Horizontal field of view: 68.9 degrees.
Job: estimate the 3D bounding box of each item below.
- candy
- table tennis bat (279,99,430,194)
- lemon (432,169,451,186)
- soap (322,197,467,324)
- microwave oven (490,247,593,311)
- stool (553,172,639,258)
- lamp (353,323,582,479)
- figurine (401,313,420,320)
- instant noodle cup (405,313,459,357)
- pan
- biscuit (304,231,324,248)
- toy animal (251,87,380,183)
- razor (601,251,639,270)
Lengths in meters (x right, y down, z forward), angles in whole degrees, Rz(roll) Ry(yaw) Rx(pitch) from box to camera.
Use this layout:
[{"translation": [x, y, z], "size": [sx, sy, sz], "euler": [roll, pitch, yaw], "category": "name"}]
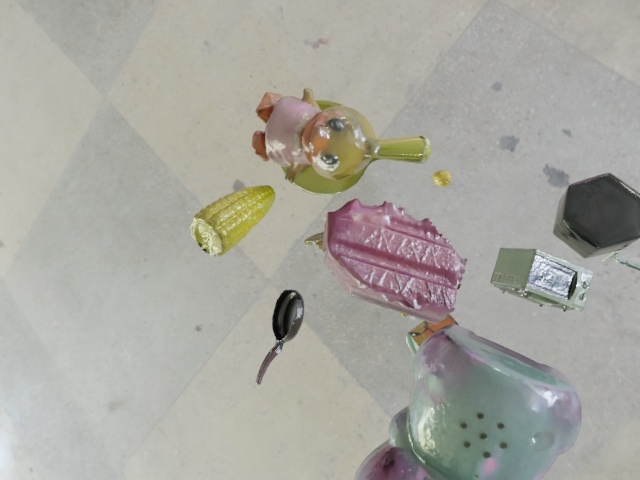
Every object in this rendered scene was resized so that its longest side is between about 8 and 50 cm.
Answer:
[{"translation": [-0.169, -0.057, 0.968], "size": [0.094, 0.199, 0.106], "euler": [43, 143, 5], "category": "candy"}, {"translation": [0.067, -0.213, 1.080], "size": [0.368, 0.054, 0.224], "euler": [2, 116, 16], "category": "table tennis bat"}, {"translation": [0.458, -0.233, 1.756], "size": [0.092, 0.065, 0.065], "euler": [34, 107, 57], "category": "lemon"}, {"translation": [0.151, 0.040, 1.038], "size": [0.324, 0.127, 0.221], "euler": [19, 67, -6], "category": "soap"}, {"translation": [0.601, 0.109, 1.280], "size": [0.204, 0.163, 0.129], "euler": [20, 83, -16], "category": "microwave oven"}, {"translation": [0.804, -0.067, 1.355], "size": [0.231, 0.141, 0.233], "euler": [-3, 71, 10], "category": "stool"}, {"translation": [0.145, 0.264, 0.497], "size": [0.247, 0.247, 0.301], "euler": [23, 95, 19], "category": "lamp"}, {"translation": [0.324, 0.220, 1.559], "size": [0.101, 0.143, 0.068], "euler": [-25, 54, -19], "category": "figurine"}, {"translation": [0.473, 0.420, 1.923], "size": [0.182, 0.230, 0.230], "euler": [-27, 75, -10], "category": "instant noodle cup"}, {"translation": [-0.085, 0.207, 0.994], "size": [0.114, 0.040, 0.212], "euler": [-2, 66, 63], "category": "pan"}, {"translation": [0.000, 0.000, 2.100], "size": [0.174, 0.183, 0.039], "euler": [-17, 105, 13], "category": "biscuit"}, {"translation": [-0.002, -0.200, 0.937], "size": [0.281, 0.168, 0.196], "euler": [23, 107, 44], "category": "toy animal"}, {"translation": [1.044, 0.089, 1.523], "size": [0.211, 0.036, 0.084], "euler": [25, 145, 4], "category": "razor"}]
